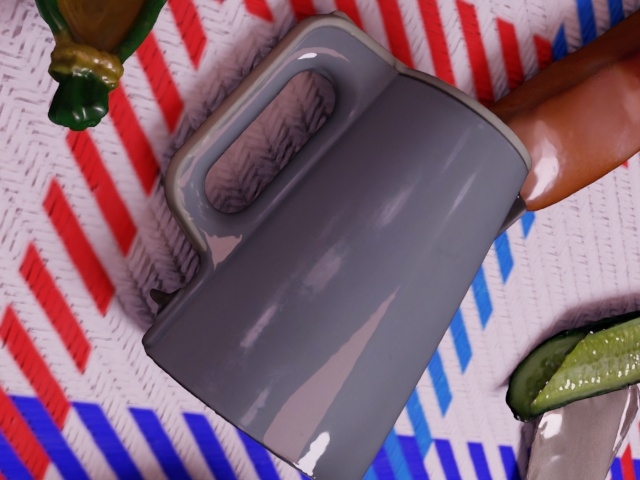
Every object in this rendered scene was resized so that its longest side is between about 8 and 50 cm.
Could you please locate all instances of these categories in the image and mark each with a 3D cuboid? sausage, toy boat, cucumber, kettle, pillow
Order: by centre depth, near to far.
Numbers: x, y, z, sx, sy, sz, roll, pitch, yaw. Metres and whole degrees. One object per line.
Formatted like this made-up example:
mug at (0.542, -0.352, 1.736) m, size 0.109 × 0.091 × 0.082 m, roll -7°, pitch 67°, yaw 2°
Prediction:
toy boat at (-0.097, -0.170, 0.488) m, size 0.088 × 0.088 × 0.230 m, roll 11°, pitch 105°, yaw -37°
kettle at (0.000, 0.000, 0.620) m, size 0.210 × 0.160 × 0.243 m, roll 35°, pitch 84°, yaw -10°
sausage at (0.237, -0.121, 0.738) m, size 0.300 × 0.083 × 0.089 m, roll -32°, pitch 123°, yaw -14°
cucumber at (0.250, 0.099, 0.877) m, size 0.220 × 0.046 × 0.071 m, roll -12°, pitch 116°, yaw -30°
pillow at (0.230, 0.237, 0.933) m, size 0.130 × 0.038 × 0.233 m, roll -1°, pitch 112°, yaw -30°
